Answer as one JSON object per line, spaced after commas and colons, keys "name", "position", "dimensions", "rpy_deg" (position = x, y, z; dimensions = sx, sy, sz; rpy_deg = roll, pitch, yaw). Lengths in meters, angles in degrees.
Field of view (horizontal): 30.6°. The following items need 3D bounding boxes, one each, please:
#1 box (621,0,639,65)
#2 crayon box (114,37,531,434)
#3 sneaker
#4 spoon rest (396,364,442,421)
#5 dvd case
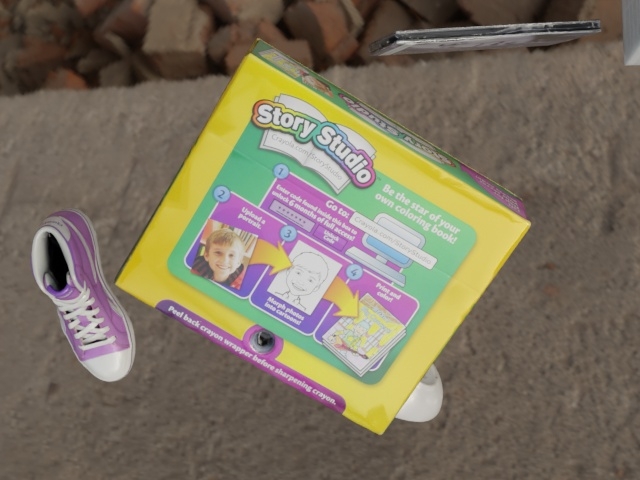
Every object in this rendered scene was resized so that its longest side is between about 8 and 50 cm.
{"name": "box", "position": [0.357, -0.256, 1.150], "dimensions": [0.091, 0.170, 0.130], "rpy_deg": [-1, 84, 2]}
{"name": "crayon box", "position": [0.000, 0.000, 1.343], "dimensions": [0.363, 0.106, 0.313], "rpy_deg": [31, 106, -7]}
{"name": "sneaker", "position": [-0.368, 0.100, 1.759], "dimensions": [0.102, 0.161, 0.282], "rpy_deg": [-19, 101, 5]}
{"name": "spoon rest", "position": [0.076, 0.194, 1.668], "dimensions": [0.084, 0.276, 0.137], "rpy_deg": [-41, 55, 28]}
{"name": "dvd case", "position": [0.175, -0.222, 1.292], "dimensions": [0.221, 0.164, 0.018], "rpy_deg": [-4, 95, -7]}
